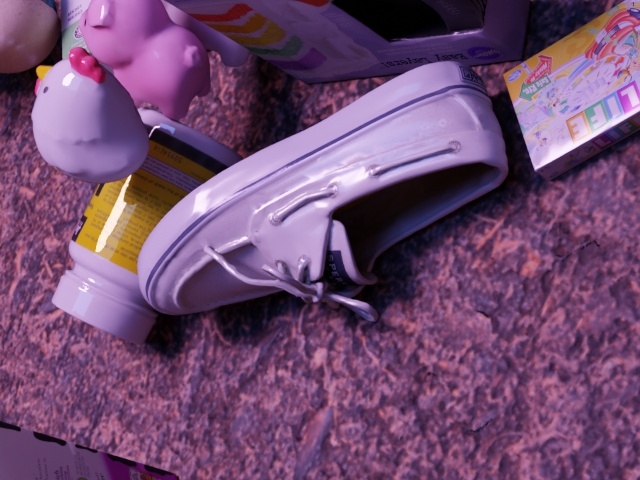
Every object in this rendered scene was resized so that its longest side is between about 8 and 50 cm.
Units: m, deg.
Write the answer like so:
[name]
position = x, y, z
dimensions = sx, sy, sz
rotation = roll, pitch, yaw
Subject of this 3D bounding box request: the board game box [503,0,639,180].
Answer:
[board game box]
position = 0.232, -0.130, 1.241
dimensions = 0.154, 0.026, 0.103
rotation = -31, 55, 26

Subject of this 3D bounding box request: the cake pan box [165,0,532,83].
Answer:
[cake pan box]
position = 0.017, -0.218, 1.310
dimensions = 0.267, 0.246, 0.070
rotation = -1, 74, 38

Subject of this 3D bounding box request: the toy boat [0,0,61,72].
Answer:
[toy boat]
position = -0.415, -0.259, 1.684
dimensions = 0.268, 0.318, 0.148
rotation = 9, 81, -3

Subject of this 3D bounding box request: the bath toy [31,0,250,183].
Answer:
[bath toy]
position = -0.154, -0.200, 1.407
dimensions = 0.151, 0.129, 0.348
rotation = 19, 49, 20

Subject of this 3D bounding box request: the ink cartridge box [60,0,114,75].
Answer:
[ink cartridge box]
position = -0.198, -0.285, 1.622
dimensions = 0.154, 0.093, 0.212
rotation = -25, 55, 30

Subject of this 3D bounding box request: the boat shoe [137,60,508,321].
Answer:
[boat shoe]
position = 0.005, 0.002, 1.314
dimensions = 0.367, 0.136, 0.156
rotation = -29, 58, 16

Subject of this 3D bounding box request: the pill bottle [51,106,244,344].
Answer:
[pill bottle]
position = -0.169, -0.013, 1.459
dimensions = 0.119, 0.119, 0.208
rotation = 25, 87, 43

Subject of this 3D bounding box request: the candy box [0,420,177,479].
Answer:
[candy box]
position = -0.214, 0.260, 1.299
dimensions = 0.071, 0.233, 0.159
rotation = -31, 54, 25
